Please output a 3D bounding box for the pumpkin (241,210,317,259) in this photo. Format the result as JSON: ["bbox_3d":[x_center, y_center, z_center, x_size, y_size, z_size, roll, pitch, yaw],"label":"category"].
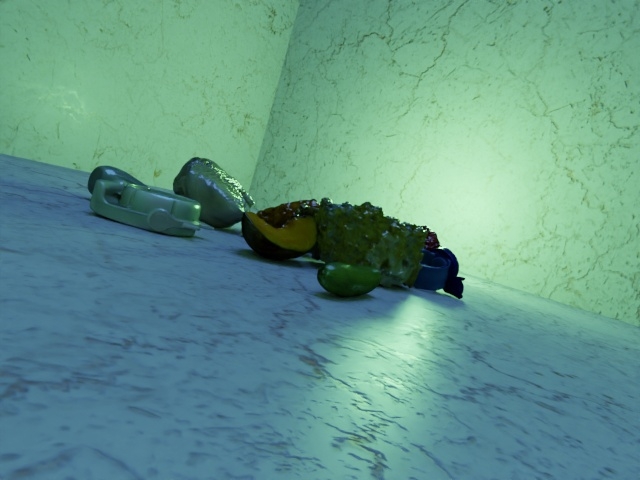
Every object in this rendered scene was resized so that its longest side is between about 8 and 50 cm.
[{"bbox_3d":[-0.140,0.014,1.507,0.312,0.169,0.148,6,51,-49],"label":"pumpkin"}]

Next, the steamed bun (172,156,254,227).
[{"bbox_3d":[-0.449,-0.167,1.989,0.324,0.219,0.309,40,16,-10],"label":"steamed bun"}]

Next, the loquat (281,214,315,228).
[{"bbox_3d":[-0.065,-0.023,1.833,0.152,0.152,0.195,12,4,-43],"label":"loquat"}]

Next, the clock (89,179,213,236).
[{"bbox_3d":[-0.485,-0.093,1.478,0.324,0.108,0.265,16,3,4],"label":"clock"}]

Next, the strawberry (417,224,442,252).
[{"bbox_3d":[0.407,0.041,2.086,0.274,0.220,0.274,32,1,-1],"label":"strawberry"}]

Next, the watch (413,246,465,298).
[{"bbox_3d":[0.412,0.117,1.841,0.200,0.171,0.196,-5,16,-33],"label":"watch"}]

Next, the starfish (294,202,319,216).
[{"bbox_3d":[-0.027,-0.102,1.901,0.138,0.050,0.247,22,-7,-7],"label":"starfish"}]

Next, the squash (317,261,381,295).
[{"bbox_3d":[0.076,0.097,1.211,0.082,0.082,0.292,18,3,29],"label":"squash"}]

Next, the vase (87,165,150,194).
[{"bbox_3d":[-0.699,-0.178,1.779,0.128,0.128,0.248,19,-3,41],"label":"vase"}]

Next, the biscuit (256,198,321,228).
[{"bbox_3d":[-0.117,-0.091,2.178,0.318,0.110,0.312,-15,-9,8],"label":"biscuit"}]

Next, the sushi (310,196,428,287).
[{"bbox_3d":[0.159,0.007,1.663,0.397,0.239,0.351,16,2,-38],"label":"sushi"}]

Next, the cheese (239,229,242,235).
[{"bbox_3d":[-0.243,-0.024,1.949,0.065,0.043,0.194,12,4,27],"label":"cheese"}]
